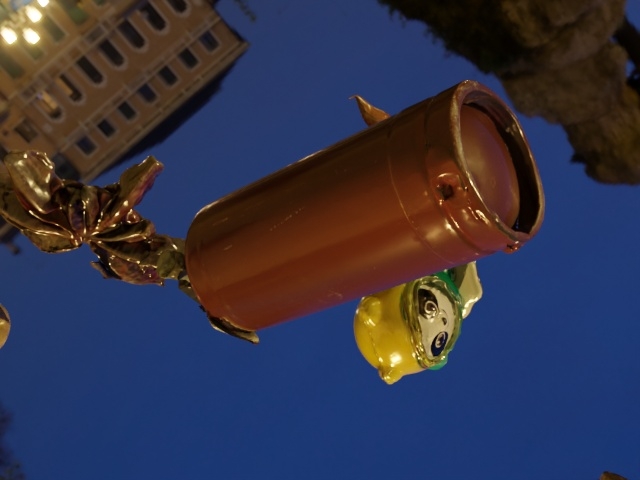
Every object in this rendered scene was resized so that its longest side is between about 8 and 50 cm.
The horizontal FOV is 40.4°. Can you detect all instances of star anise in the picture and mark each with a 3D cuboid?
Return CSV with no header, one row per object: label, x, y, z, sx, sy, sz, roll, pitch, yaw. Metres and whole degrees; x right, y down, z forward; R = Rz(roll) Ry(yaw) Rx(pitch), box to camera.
star anise,-0.285,-0.031,1.091,0.212,0.282,0.129,108,-7,-68

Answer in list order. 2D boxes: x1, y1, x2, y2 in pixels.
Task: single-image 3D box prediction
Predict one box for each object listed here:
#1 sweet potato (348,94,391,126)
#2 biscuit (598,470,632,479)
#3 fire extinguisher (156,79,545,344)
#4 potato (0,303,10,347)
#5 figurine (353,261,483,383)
sweet potato,0.100,-0.139,1.230,0.056,0.195,0.056,-27,-143,23
biscuit,0.531,0.424,1.299,0.252,0.106,0.070,17,-105,23
fire extinguisher,0.000,0.000,0.541,0.268,0.105,0.105,-23,-150,36
potato,-0.528,0.128,1.212,0.137,0.175,0.137,-166,-90,-79
figurine,0.200,0.157,1.916,0.231,0.324,0.340,-6,-162,39
